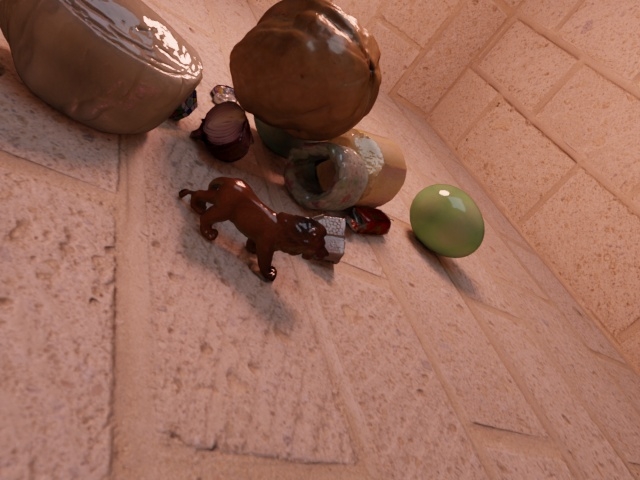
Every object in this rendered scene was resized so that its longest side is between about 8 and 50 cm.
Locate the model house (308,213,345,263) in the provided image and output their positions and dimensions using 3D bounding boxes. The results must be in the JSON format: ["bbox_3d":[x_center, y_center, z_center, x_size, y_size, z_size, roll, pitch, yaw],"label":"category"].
[{"bbox_3d":[0.000,0.000,1.300,0.100,0.088,0.101,7,67,-14],"label":"model house"}]

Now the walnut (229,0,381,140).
[{"bbox_3d":[-0.033,-0.426,1.384,0.381,0.381,0.381,32,25,-17],"label":"walnut"}]

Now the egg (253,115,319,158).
[{"bbox_3d":[-0.099,-0.338,1.616,0.236,0.169,0.169,50,26,22],"label":"egg"}]

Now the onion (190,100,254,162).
[{"bbox_3d":[-0.237,-0.256,1.371,0.206,0.151,0.098,-99,168,-45],"label":"onion"}]

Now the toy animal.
[{"bbox_3d":[-0.125,-0.040,1.083,0.312,0.157,0.097,37,23,-10],"label":"toy animal"}]

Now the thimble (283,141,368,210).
[{"bbox_3d":[0.010,-0.179,1.483,0.211,0.185,0.149,41,21,26],"label":"thimble"}]

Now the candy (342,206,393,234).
[{"bbox_3d":[0.144,-0.057,1.618,0.086,0.059,0.292,47,24,23],"label":"candy"}]

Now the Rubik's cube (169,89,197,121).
[{"bbox_3d":[-0.358,-0.352,1.359,0.093,0.111,0.111,56,15,-29],"label":"Rubik's cube"}]

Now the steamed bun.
[{"bbox_3d":[-0.444,-0.367,1.085,0.383,0.247,0.236,34,35,-27],"label":"steamed bun"}]

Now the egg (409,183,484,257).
[{"bbox_3d":[0.422,-0.063,1.833,0.270,0.220,0.220,48,23,-5],"label":"egg"}]

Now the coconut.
[{"bbox_3d":[0.125,-0.210,1.648,0.244,0.239,0.239,-1,46,-50],"label":"coconut"}]

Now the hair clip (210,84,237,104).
[{"bbox_3d":[-0.274,-0.442,1.707,0.172,0.049,0.116,0,31,-44],"label":"hair clip"}]
